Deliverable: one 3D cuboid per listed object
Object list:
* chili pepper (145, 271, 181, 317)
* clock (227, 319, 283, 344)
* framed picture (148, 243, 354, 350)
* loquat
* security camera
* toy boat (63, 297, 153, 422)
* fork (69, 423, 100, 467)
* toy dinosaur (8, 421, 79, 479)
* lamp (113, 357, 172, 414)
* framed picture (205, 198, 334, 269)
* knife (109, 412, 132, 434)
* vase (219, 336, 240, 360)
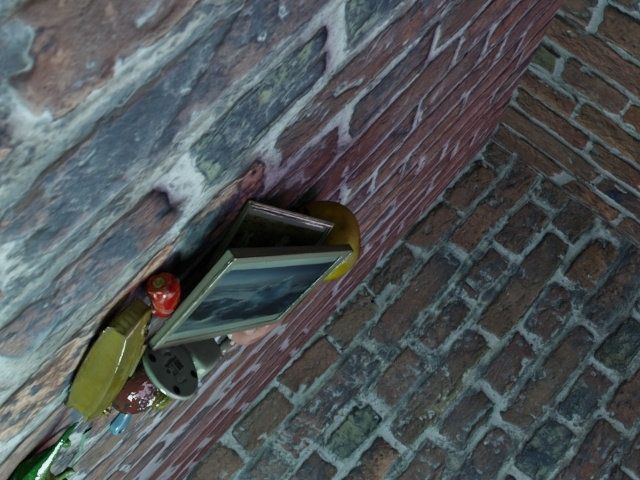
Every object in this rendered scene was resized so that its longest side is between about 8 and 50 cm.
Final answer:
[{"bbox_3d":[-0.322,0.112,1.257,0.073,0.070,0.123,-17,158,-16],"label":"chili pepper"},{"bbox_3d":[-0.190,0.235,1.895,0.227,0.142,0.241,-42,169,-30],"label":"clock"},{"bbox_3d":[-0.146,0.124,1.428,0.326,0.028,0.446,-46,157,27],"label":"framed picture"},{"bbox_3d":[0.000,0.000,1.678,0.244,0.244,0.244,-46,167,-14],"label":"loquat"},{"bbox_3d":[-0.333,0.280,1.428,0.080,0.157,0.301,-36,-177,14],"label":"security camera"},{"bbox_3d":[-0.422,0.246,1.259,0.321,0.089,0.121,-58,171,25],"label":"toy boat"},{"bbox_3d":[-0.624,0.542,1.572,0.235,0.021,0.039,-53,163,19],"label":"fork"},{"bbox_3d":[-0.684,0.560,1.316,0.301,0.087,0.447,-19,145,-54],"label":"toy dinosaur"},{"bbox_3d":[-0.416,0.345,1.445,0.157,0.135,0.156,-38,162,-35],"label":"lamp"},{"bbox_3d":[-0.115,0.015,1.480,0.274,0.017,0.217,12,122,-40],"label":"framed picture"},{"bbox_3d":[-0.497,0.426,1.659,0.244,0.032,0.058,-56,158,7],"label":"knife"},{"bbox_3d":[-0.304,0.349,2.021,0.101,0.053,0.053,-39,164,-25],"label":"vase"}]
